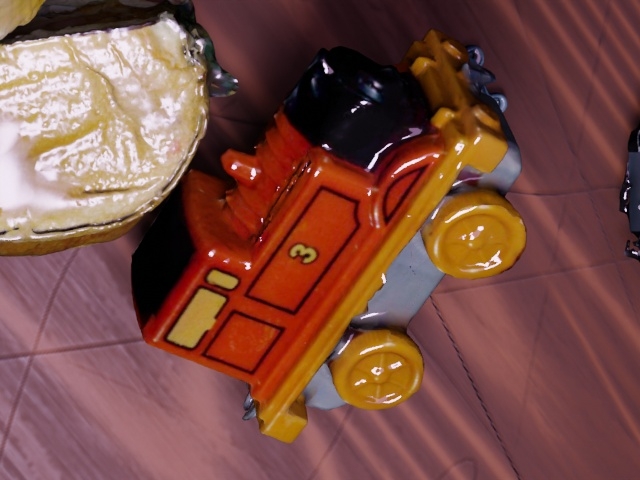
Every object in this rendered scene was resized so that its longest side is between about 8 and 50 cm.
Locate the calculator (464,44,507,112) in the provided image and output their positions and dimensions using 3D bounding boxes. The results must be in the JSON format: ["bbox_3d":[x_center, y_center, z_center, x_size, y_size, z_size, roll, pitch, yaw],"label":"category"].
[{"bbox_3d":[0.095,-0.112,1.637,0.141,0.019,0.094,-31,104,-14],"label":"calculator"}]

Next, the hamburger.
[{"bbox_3d":[-0.221,-0.083,1.450,0.309,0.132,0.211,-8,114,-13],"label":"hamburger"}]

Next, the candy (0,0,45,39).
[{"bbox_3d":[-0.305,-0.244,1.366,0.260,0.260,0.118,-17,143,-18],"label":"candy"}]

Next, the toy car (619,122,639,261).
[{"bbox_3d":[0.418,-0.054,1.713,0.301,0.118,0.193,-1,92,-21],"label":"toy car"}]

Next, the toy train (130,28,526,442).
[{"bbox_3d":[0.000,0.000,1.468,0.232,0.163,0.369,20,120,-27],"label":"toy train"}]
